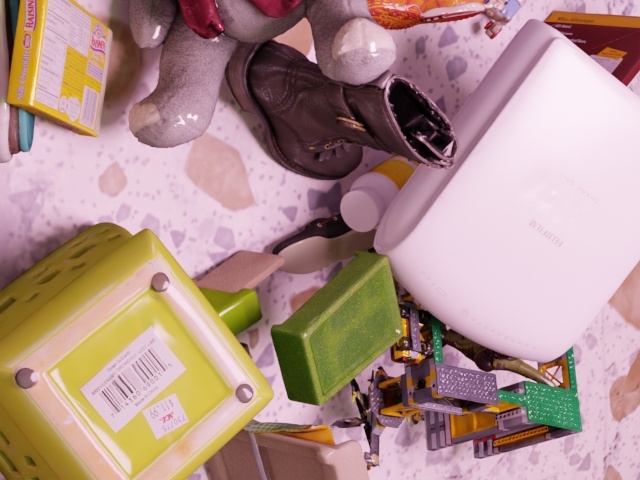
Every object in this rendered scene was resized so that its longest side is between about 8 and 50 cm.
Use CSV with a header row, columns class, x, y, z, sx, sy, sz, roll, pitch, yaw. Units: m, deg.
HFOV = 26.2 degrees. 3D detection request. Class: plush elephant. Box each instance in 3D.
class,x,y,z,sx,sy,sz,roll,pitch,yaw
plush elephant,-0.094,-0.291,1.227,0.255,0.271,0.330,40,48,-50

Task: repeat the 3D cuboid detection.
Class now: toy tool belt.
class,x,y,z,sx,sy,sz,roll,pitch,yaw
toy tool belt,0.205,-0.278,1.603,0.051,0.052,0.083,42,68,-4

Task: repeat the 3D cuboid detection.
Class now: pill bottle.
class,x,y,z,sx,sy,sz,roll,pitch,yaw
pill bottle,0.071,-0.050,1.514,0.116,0.065,0.065,-33,122,-52

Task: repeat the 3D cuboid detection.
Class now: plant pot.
class,x,y,z,sx,sy,sz,roll,pitch,yaw
plant pot,-0.192,0.125,1.240,0.228,0.207,0.227,-40,102,-22

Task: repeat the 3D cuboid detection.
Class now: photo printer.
class,x,y,z,sx,sy,sz,roll,pitch,yaw
photo printer,0.222,-0.036,1.432,0.256,0.107,0.307,34,97,-22

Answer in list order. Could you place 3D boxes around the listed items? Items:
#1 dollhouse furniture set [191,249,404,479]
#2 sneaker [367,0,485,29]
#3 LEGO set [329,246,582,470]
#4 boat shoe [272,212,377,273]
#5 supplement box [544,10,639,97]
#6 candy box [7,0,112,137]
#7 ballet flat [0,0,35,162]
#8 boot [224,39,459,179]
class,x,y,z,sx,sy,sz,roll,pitch,yaw
dollhouse furniture set,-0.021,0.169,1.452,0.151,0.197,0.302,-39,126,-43
sneaker,0.108,-0.272,1.524,0.175,0.064,0.067,-14,90,-40
LEGO set,0.145,0.134,1.607,0.331,0.192,0.255,6,68,-42
boat shoe,0.000,0.001,1.510,0.133,0.042,0.049,-18,137,-33
supplement box,0.312,-0.155,1.618,0.194,0.191,0.129,-48,124,-18
candy box,-0.225,-0.155,1.208,0.206,0.027,0.105,29,66,-83
ballet flat,-0.303,-0.263,1.157,0.139,0.139,0.400,-5,105,-37
boot,0.041,-0.109,1.375,0.263,0.229,0.091,41,73,-53
